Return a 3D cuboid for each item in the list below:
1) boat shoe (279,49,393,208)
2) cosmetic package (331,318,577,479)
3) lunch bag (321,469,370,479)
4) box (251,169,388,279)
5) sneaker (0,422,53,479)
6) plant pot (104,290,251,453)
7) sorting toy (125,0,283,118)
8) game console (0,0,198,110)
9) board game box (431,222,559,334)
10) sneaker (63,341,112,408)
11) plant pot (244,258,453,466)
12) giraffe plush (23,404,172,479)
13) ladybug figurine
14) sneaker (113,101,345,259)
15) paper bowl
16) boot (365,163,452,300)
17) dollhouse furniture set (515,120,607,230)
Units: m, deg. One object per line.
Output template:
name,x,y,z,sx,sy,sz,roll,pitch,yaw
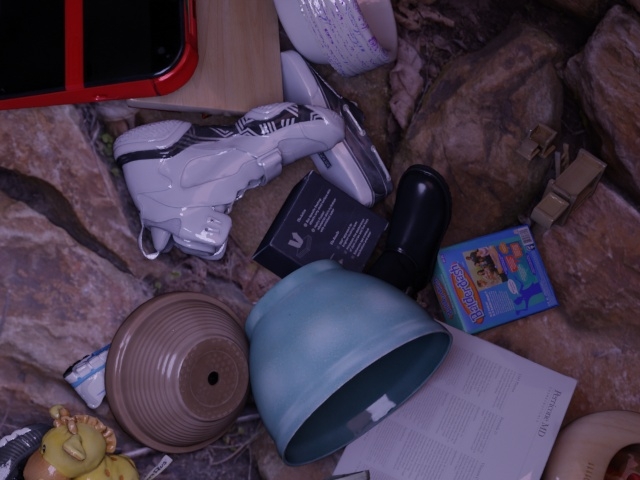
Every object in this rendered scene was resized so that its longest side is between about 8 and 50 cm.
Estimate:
boat shoe,0.027,-0.195,1.698,0.102,0.108,0.301,-30,89,-28
cosmetic package,0.196,0.331,1.547,0.284,0.097,0.377,23,63,14
lunch bag,-0.035,0.454,1.367,0.287,0.169,0.235,-14,76,11
box,0.000,0.000,1.629,0.158,0.093,0.156,34,64,-10
sneaker,-0.431,0.345,1.323,0.106,0.078,0.234,32,60,32
plant pot,-0.180,0.194,1.438,0.237,0.110,0.237,-1,92,-37
sorting toy,-0.201,-0.318,1.650,0.255,0.089,0.257,3,72,-22
game console,-0.367,-0.395,1.562,0.342,0.060,0.386,-6,73,6
board game box,0.300,0.071,1.758,0.210,0.047,0.160,-14,80,-26
sneaker,-0.280,0.180,1.476,0.191,0.071,0.083,-33,101,-25
plant pot,0.014,0.152,1.426,0.293,0.293,0.196,-25,63,-28
giraffe plush,-0.313,0.313,1.322,0.210,0.181,0.170,-55,126,-35
ladybug figurine,0.539,0.457,1.668,0.449,0.162,0.305,29,64,-12
sneaker,-0.128,-0.087,1.563,0.366,0.137,0.210,-9,79,-9
paper bowl,0.016,-0.413,1.696,0.284,0.148,0.284,-18,90,-71
boot,0.124,0.029,1.577,0.094,0.246,0.207,18,37,18
dollhouse furniture set,0.403,-0.103,1.855,0.161,0.101,0.182,38,60,20
